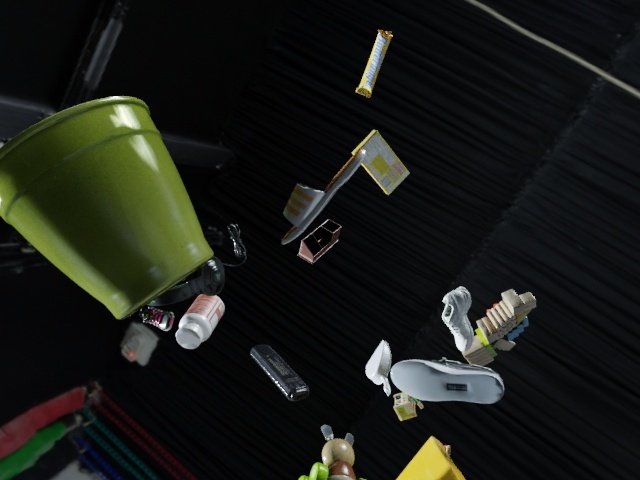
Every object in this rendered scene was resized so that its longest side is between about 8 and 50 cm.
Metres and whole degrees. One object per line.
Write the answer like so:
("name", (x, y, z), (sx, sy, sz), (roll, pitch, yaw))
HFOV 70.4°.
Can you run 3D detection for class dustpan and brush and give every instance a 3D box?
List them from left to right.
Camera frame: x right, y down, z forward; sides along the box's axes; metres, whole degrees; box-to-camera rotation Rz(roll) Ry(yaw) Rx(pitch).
("dustpan and brush", (0.218, 0.474, 1.622), (0.147, 0.060, 0.211), (-62, 4, 20))

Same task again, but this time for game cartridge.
("game cartridge", (0.255, 0.690, 1.186), (0.285, 0.052, 0.324), (-50, -3, -2))

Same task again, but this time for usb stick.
("usb stick", (-0.131, 0.403, 1.406), (0.077, 0.278, 0.045), (0, -73, -35))

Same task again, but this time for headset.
("headset", (-0.419, 0.084, 1.521), (0.394, 0.243, 0.186), (-25, -68, -39))

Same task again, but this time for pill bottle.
("pill bottle", (-0.446, 0.298, 1.678), (0.121, 0.121, 0.216), (-62, 3, 26))

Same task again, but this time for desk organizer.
("desk organizer", (0.000, 0.000, 1.156), (0.130, 0.047, 0.050), (-41, -26, -46))

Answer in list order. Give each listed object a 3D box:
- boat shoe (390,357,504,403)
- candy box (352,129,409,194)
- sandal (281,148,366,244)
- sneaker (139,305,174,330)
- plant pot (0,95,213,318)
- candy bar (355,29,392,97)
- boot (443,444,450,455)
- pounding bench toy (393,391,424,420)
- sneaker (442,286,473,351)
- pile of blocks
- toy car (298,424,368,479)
("boat shoe", (0.360, 0.389, 1.299), (0.105, 0.305, 0.113), (-12, -82, -71))
("candy box", (0.201, -0.254, 1.492), (0.105, 0.027, 0.206), (-47, -58, -1))
("sandal", (-0.012, -0.107, 0.970), (0.265, 0.076, 0.102), (-50, 6, 3))
("sneaker", (-0.543, 0.253, 1.492), (0.074, 0.170, 0.063), (26, -103, -42))
("plant pot", (-0.420, -0.041, 0.951), (0.366, 0.353, 0.366), (-34, 4, 3))
("candy bar", (0.132, -0.433, 1.111), (0.018, 0.040, 0.162), (-63, -5, -55))
("boot", (0.448, 0.830, 1.730), (0.059, 0.084, 0.158), (-44, -33, -54))
("pounding bench toy", (0.267, 0.487, 1.358), (0.083, 0.052, 0.065), (-24, 13, 17))
("sneaker", (0.301, 0.180, 1.012), (0.061, 0.053, 0.153), (-16, -74, -21))
("pile of blocks", (0.653, 0.316, 1.677), (0.362, 0.148, 0.113), (-55, 26, 24))
("toy car", (0.038, 0.587, 1.200), (0.149, 0.154, 0.189), (-55, 16, 32))
